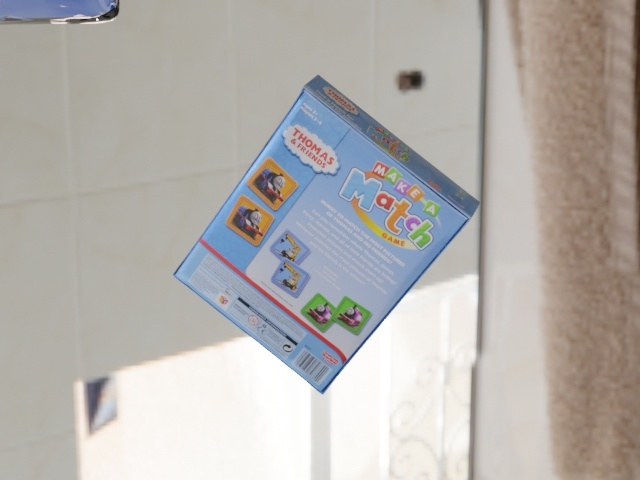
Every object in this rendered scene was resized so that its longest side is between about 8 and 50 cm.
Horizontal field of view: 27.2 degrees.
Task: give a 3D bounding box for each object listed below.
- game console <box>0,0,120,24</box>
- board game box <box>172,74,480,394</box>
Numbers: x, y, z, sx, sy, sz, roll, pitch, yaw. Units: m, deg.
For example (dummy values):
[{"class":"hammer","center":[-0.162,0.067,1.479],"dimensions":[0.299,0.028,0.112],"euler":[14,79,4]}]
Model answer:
[{"class":"game console","center":[-0.286,-0.235,0.880],"dimensions":[0.293,0.173,0.250],"euler":[-2,173,-1]},{"class":"board game box","center":[0.000,0.000,1.042],"dimensions":[0.160,0.211,0.039],"euler":[39,-148,1]}]
